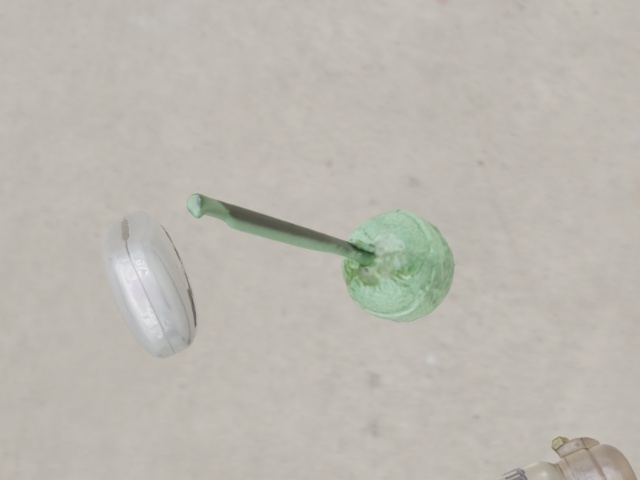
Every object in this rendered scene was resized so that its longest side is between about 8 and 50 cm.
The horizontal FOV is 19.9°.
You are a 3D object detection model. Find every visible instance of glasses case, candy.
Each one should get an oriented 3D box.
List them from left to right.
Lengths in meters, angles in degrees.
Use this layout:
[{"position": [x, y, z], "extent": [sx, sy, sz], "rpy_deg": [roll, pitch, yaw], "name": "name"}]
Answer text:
[{"position": [-0.111, 0.026, 1.180], "extent": [0.049, 0.197, 0.076], "rpy_deg": [-25, 100, -2], "name": "glasses case"}, {"position": [0.000, 0.000, 1.814], "extent": [0.119, 0.440, 0.119], "rpy_deg": [-8, 76, 32], "name": "candy"}]

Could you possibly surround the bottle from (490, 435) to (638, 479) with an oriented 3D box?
[{"position": [0.185, 0.249, 1.639], "extent": [0.209, 0.097, 0.110], "rpy_deg": [-24, 53, -1], "name": "bottle"}]
